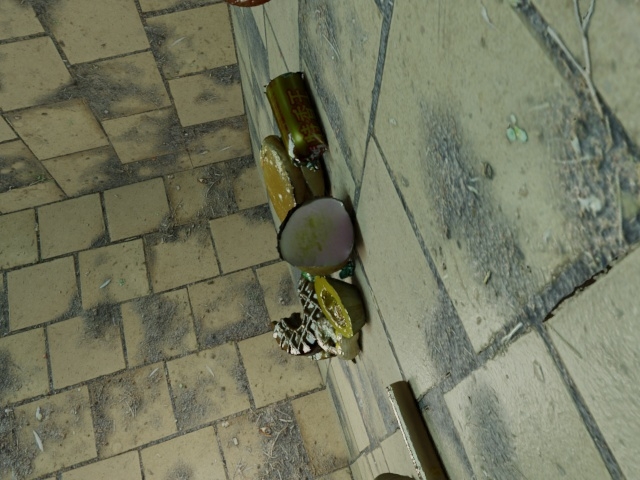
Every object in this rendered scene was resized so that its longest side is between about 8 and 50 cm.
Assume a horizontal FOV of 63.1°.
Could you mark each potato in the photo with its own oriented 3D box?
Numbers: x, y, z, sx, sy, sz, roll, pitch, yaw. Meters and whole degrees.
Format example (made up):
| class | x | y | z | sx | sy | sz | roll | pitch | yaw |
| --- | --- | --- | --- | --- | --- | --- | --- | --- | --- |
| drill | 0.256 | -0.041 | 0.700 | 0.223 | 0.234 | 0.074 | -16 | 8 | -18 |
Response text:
| class | x | y | z | sx | sy | sz | roll | pitch | yaw |
| --- | --- | --- | --- | --- | --- | --- | --- | --- | --- |
| potato | 0.000 | 0.000 | 1.501 | 0.266 | 0.229 | 0.229 | 32 | -138 | -81 |

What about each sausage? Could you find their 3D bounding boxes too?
| class | x | y | z | sx | sy | sz | roll | pitch | yaw |
| --- | --- | --- | --- | --- | --- | --- | --- | --- | --- |
| sausage | 0.232 | 0.475 | 1.223 | 0.066 | 0.066 | 0.301 | 88 | 166 | -56 |
| sausage | -0.067 | -0.333 | 1.511 | 0.117 | 0.125 | 0.317 | 98 | 155 | -69 |

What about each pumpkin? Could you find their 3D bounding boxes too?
| class | x | y | z | sx | sy | sz | roll | pitch | yaw |
| --- | --- | --- | --- | --- | --- | --- | --- | --- | --- |
| pumpkin | 0.076 | 0.193 | 1.617 | 0.217 | 0.110 | 0.217 | 52 | 153 | 41 |

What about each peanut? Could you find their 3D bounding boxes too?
| class | x | y | z | sx | sy | sz | roll | pitch | yaw |
| --- | --- | --- | --- | --- | --- | --- | --- | --- | --- |
| peanut | 0.093 | 0.343 | 1.782 | 0.207 | 0.087 | 0.087 | 88 | 164 | -48 |

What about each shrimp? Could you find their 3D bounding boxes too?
| class | x | y | z | sx | sy | sz | roll | pitch | yaw |
| --- | --- | --- | --- | --- | --- | --- | --- | --- | --- |
| shrimp | 0.059 | 0.375 | 1.929 | 0.217 | 0.051 | 0.115 | 45 | 116 | 21 |

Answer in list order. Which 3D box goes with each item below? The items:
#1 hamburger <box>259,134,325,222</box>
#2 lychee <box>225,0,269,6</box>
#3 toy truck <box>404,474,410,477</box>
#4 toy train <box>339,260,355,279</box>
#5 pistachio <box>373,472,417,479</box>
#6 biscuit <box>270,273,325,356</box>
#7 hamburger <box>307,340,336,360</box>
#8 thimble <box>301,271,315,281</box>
| class | x | y | z | sx | sy | sz | roll | pitch | yaw |
| --- | --- | --- | --- | --- | --- | --- | --- | --- | --- |
| hamburger | -0.086 | -0.192 | 1.702 | 0.304 | 0.174 | 0.284 | 109 | 143 | -74 |
| lychee | -0.185 | -0.696 | 1.257 | 0.255 | 0.255 | 0.300 | 85 | -162 | -50 |
| toy truck | 0.251 | 0.735 | 1.474 | 0.178 | 0.080 | 0.115 | -140 | 41 | -73 |
| toy train | 0.079 | 0.089 | 1.572 | 0.092 | 0.045 | 0.029 | 89 | 162 | -66 |
| pistachio | 0.227 | 0.719 | 1.247 | 0.226 | 0.208 | 0.332 | 5 | -136 | -54 |
| biscuit | -0.055 | 0.317 | 2.096 | 0.268 | 0.115 | 0.366 | 46 | 120 | 38 |
| hamburger | 0.009 | 0.399 | 2.205 | 0.155 | 0.135 | 0.208 | 2 | -110 | -55 |
| thimble | -0.024 | 0.092 | 1.994 | 0.130 | 0.118 | 0.090 | -83 | -16 | -52 |
